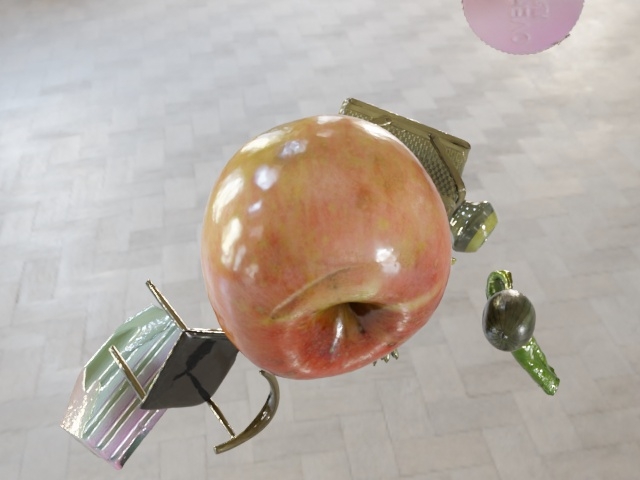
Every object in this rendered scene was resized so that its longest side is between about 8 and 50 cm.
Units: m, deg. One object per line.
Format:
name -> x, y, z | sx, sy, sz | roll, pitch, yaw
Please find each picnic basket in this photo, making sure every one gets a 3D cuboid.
picnic basket -> 0.115, -0.116, 1.590 | 0.266, 0.165, 0.139 | 21, 60, -2

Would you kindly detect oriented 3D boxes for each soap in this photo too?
soap -> -0.406, 0.303, 1.957 | 0.109, 0.193, 0.324 | 19, 62, 42

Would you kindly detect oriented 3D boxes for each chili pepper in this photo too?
chili pepper -> 0.384, 0.176, 1.758 | 0.076, 0.359, 0.085 | -21, 41, 17

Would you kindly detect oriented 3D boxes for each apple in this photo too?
apple -> 0.000, 0.000, 1.303 | 0.363, 0.364, 0.364 | -3, 33, 2

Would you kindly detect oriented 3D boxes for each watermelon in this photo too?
watermelon -> 0.266, 0.114, 1.288 | 0.078, 0.078, 0.111 | 3, 27, 10

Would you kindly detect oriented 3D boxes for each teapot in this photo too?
teapot -> 0.307, -0.028, 1.994 | 0.119, 0.166, 0.130 | 37, 27, 13

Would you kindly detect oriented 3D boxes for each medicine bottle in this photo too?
medicine bottle -> 0.305, -0.392, 1.343 | 0.178, 0.178, 0.291 | 5, 27, 14

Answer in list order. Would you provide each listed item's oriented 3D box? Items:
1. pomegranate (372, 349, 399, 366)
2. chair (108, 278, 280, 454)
pomegranate -> 0.117, 0.165, 2.042 | 0.187, 0.225, 0.187 | -13, 0, 0
chair -> -0.209, 0.212, 1.541 | 0.166, 0.188, 0.272 | 8, 30, -48
